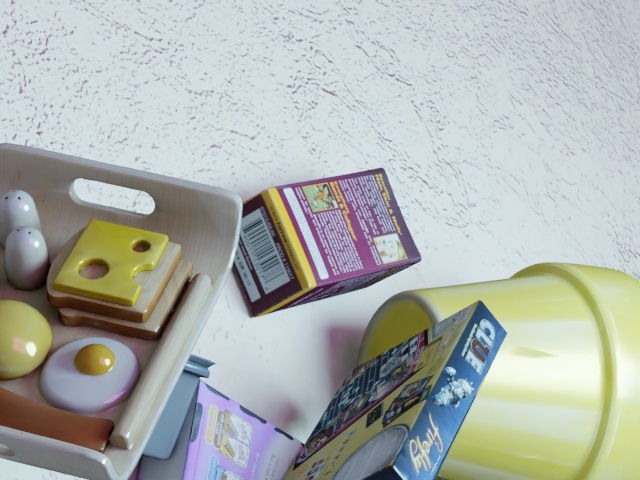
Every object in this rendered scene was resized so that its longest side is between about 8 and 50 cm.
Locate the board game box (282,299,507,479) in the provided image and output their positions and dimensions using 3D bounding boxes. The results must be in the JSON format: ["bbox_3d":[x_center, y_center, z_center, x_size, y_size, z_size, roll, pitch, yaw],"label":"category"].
[{"bbox_3d":[0.052,0.160,1.542,0.042,0.165,0.243,51,36,-12],"label":"board game box"}]

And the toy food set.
[{"bbox_3d":[-0.207,0.043,1.382,0.306,0.220,0.092,-66,163,-46],"label":"toy food set"}]

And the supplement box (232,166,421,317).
[{"bbox_3d":[0.000,0.000,1.768,0.188,0.081,0.104,-12,76,-52],"label":"supplement box"}]

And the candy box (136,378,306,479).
[{"bbox_3d":[-0.062,0.239,1.551,0.196,0.070,0.164,36,43,-30],"label":"candy box"}]

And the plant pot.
[{"bbox_3d":[0.175,0.138,1.771,0.239,0.254,0.254,8,60,-29],"label":"plant pot"}]

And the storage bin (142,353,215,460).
[{"bbox_3d":[-0.170,0.121,1.495,0.135,0.098,0.091,24,78,-40],"label":"storage bin"}]
